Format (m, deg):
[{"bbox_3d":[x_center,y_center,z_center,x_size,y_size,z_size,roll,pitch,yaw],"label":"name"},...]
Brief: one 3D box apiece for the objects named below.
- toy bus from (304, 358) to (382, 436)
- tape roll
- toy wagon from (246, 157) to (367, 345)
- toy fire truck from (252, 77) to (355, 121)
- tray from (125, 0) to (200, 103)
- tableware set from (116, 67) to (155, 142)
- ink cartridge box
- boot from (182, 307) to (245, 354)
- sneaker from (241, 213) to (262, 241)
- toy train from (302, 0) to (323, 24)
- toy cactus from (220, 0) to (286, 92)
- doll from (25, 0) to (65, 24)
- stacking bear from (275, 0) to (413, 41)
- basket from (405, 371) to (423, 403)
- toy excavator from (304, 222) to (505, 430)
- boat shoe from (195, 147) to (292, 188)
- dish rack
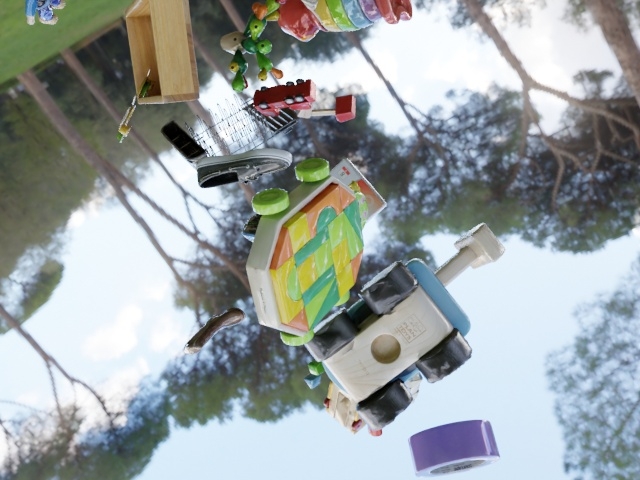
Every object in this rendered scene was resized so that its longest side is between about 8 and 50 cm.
[{"bbox_3d":[0.080,0.330,1.723,0.104,0.191,0.202,-31,-171,-37],"label":"toy bus"},{"bbox_3d":[0.290,0.455,1.684,0.189,0.189,0.080,-23,-118,25],"label":"tape roll"},{"bbox_3d":[0.000,0.000,1.293,0.068,0.267,0.344,11,-145,32],"label":"toy wagon"},{"bbox_3d":[-0.034,-0.296,1.674,0.192,0.135,0.047,-6,-110,25],"label":"toy fire truck"},{"bbox_3d":[-0.319,-0.377,1.536,0.076,0.202,0.411,-10,-168,-17],"label":"tray"},{"bbox_3d":[-0.386,-0.280,1.628,0.104,0.024,0.154,-36,-149,65],"label":"tableware set"},{"bbox_3d":[0.041,-0.079,1.793,0.179,0.145,0.045,-42,170,11],"label":"ink cartridge box"},{"bbox_3d":[-0.213,0.183,1.537,0.106,0.037,0.114,-23,-166,40],"label":"boot"},{"bbox_3d":[-0.162,-0.036,2.025,0.078,0.067,0.188,-54,-165,7],"label":"sneaker"},{"bbox_3d":[-0.025,-0.526,1.367,0.143,0.248,0.105,-40,-166,9],"label":"toy train"},{"bbox_3d":[-0.146,-0.418,1.643,0.180,0.112,0.219,22,-81,51],"label":"toy cactus"},{"bbox_3d":[-0.553,-0.485,1.529,0.189,0.046,0.129,144,-31,-81],"label":"doll"},{"bbox_3d":[0.034,-0.529,1.720,0.289,0.164,0.175,-10,-165,25],"label":"stacking bear"},{"bbox_3d":[0.144,0.364,2.281,0.255,0.201,0.289,-10,-131,-23],"label":"basket"},{"bbox_3d":[0.200,0.131,1.606,0.433,0.222,0.445,-39,-179,9],"label":"toy excavator"},{"bbox_3d":[-0.109,-0.099,1.096,0.142,0.049,0.040,-6,-111,14],"label":"boat shoe"},{"bbox_3d":[-0.193,-0.250,1.694,0.271,0.074,0.208,-32,-140,-13],"label":"dish rack"}]
